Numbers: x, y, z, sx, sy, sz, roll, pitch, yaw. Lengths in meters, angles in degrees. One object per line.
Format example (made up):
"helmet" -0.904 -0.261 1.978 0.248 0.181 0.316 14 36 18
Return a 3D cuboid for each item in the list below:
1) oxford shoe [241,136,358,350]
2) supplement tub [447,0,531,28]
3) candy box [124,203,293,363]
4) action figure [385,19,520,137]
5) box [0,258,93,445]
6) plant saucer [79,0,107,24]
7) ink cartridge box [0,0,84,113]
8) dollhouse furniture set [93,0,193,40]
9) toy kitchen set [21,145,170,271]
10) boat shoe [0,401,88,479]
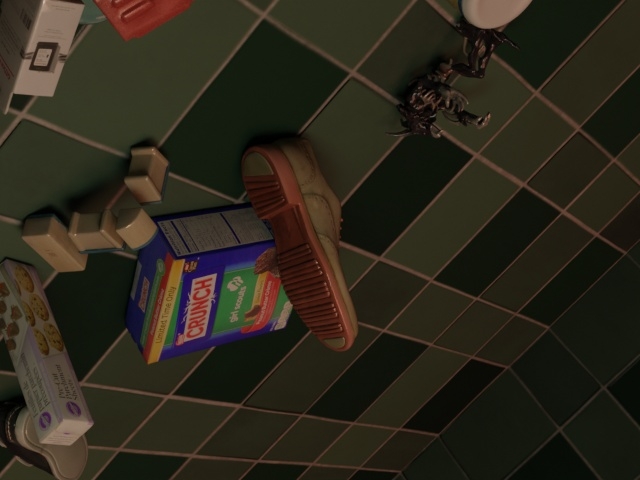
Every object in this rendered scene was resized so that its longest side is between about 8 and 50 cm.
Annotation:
"oxford shoe" 0.000 0.000 1.755 0.146 0.397 0.140 -25 -170 -39
"supplement tub" 0.237 -0.444 1.554 0.144 0.199 0.144 -24 145 -18
"candy box" -0.187 0.072 1.858 0.317 0.122 0.268 -10 137 -34
"action figure" 0.245 -0.274 1.825 0.275 0.141 0.164 -52 155 19
"box" -0.449 0.172 1.558 0.063 0.324 0.067 -43 146 19
"plant saucer" -0.308 -0.341 1.342 0.119 0.021 0.119 -24 144 -18
"ink cartridge box" -0.382 -0.264 1.294 0.060 0.104 0.180 -3 134 -42
"dollhouse furniture set" -0.146 -0.432 1.195 0.374 0.201 0.152 -33 138 -3
"toy kitchen set" -0.353 -0.052 1.615 0.207 0.166 0.122 -4 149 16
"boat shoe" -0.553 0.393 1.946 0.302 0.091 0.114 74 28 -53
